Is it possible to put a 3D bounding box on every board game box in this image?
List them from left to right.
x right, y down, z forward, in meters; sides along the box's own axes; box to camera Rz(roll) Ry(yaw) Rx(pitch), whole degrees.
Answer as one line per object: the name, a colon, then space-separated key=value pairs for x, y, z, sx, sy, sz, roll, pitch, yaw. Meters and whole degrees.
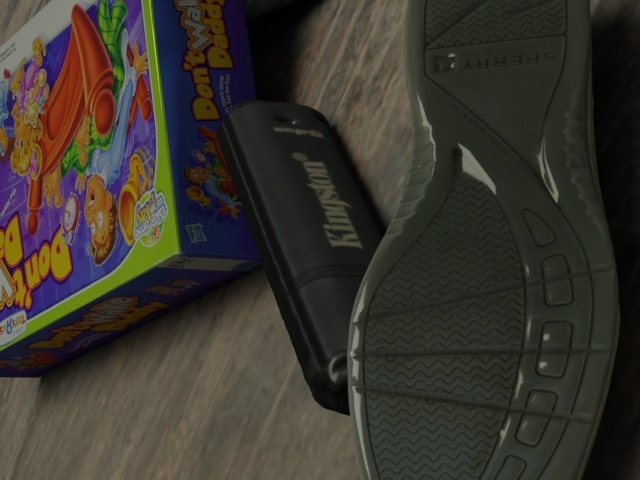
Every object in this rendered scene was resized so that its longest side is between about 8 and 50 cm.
board game box: x=-0.172 y=-0.050 z=1.111 sx=0.347 sy=0.078 sz=0.233 roll=-27 pitch=66 yaw=49

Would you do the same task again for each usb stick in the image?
usb stick: x=0.000 y=0.000 z=0.868 sx=0.278 sy=0.077 sz=0.045 roll=-113 pitch=25 yaw=-52

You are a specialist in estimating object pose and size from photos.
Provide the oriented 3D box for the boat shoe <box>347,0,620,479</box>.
boat shoe: x=0.083 y=0.005 z=0.715 sx=0.118 sy=0.103 sz=0.320 roll=-3 pitch=65 yaw=14

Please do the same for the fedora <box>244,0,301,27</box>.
fedora: x=-0.047 y=-0.327 z=1.085 sx=0.334 sy=0.152 sz=0.334 roll=-37 pitch=41 yaw=41
